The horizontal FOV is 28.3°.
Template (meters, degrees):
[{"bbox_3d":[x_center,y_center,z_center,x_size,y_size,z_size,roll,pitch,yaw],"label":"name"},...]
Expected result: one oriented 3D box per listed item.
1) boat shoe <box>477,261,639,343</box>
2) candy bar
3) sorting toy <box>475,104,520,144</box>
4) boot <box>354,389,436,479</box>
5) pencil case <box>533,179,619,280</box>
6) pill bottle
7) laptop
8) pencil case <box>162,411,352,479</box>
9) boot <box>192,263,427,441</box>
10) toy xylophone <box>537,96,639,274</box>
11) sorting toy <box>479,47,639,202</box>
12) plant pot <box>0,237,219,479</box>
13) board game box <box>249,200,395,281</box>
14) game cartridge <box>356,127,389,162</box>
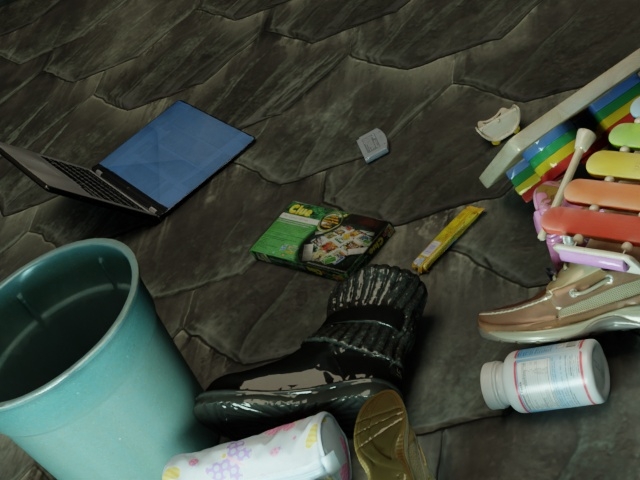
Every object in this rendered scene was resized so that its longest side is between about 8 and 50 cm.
[{"bbox_3d":[0.373,0.075,1.748,0.324,0.123,0.117,-11,83,18],"label":"boat shoe"},{"bbox_3d":[0.210,-0.004,2.101,0.161,0.018,0.040,-46,32,-19],"label":"candy bar"},{"bbox_3d":[0.314,-0.211,2.265,0.083,0.045,0.075,-31,26,3],"label":"sorting toy"},{"bbox_3d":[0.120,0.310,1.637,0.077,0.165,0.213,-29,39,15],"label":"boot"},{"bbox_3d":[0.498,-0.039,1.789,0.386,0.160,0.167,-10,39,29],"label":"pencil case"},{"bbox_3d":[0.303,0.187,1.720,0.160,0.087,0.087,-12,38,28],"label":"pill bottle"},{"bbox_3d":[-0.428,-0.209,2.694,0.382,0.407,0.236,30,101,54],"label":"laptop"},{"bbox_3d":[-0.091,0.331,1.819,0.273,0.114,0.124,-19,-4,16],"label":"pencil case"},{"bbox_3d":[-0.011,0.174,1.943,0.347,0.131,0.260,-5,48,18],"label":"boot"},{"bbox_3d":[0.408,-0.081,1.707,0.236,0.081,0.323,2,55,38],"label":"toy xylophone"},{"bbox_3d":[0.395,-0.161,1.988,0.255,0.089,0.257,-35,-6,-8],"label":"sorting toy"},{"bbox_3d":[-0.341,0.233,1.956,0.341,0.334,0.341,-22,34,16],"label":"plant pot"},{"bbox_3d":[0.000,0.000,2.257,0.259,0.030,0.136,14,57,47],"label":"board game box"},{"bbox_3d":[0.102,-0.182,2.418,0.056,0.017,0.083,-31,33,8],"label":"game cartridge"}]
